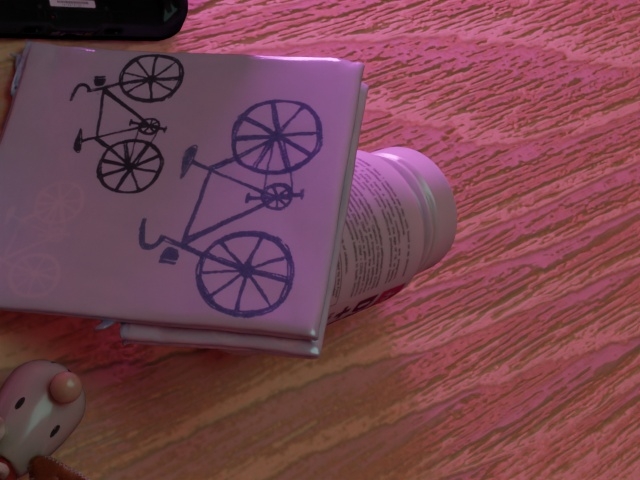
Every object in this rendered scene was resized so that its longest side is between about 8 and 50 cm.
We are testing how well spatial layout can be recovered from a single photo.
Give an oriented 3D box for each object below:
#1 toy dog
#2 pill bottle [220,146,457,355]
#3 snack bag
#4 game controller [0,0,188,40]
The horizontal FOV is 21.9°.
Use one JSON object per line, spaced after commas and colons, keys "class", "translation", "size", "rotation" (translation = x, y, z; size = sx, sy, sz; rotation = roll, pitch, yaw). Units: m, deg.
{"class": "toy dog", "translation": [-0.256, 0.212, 1.261], "size": [0.220, 0.161, 0.334], "rotation": [22, 52, -32]}
{"class": "pill bottle", "translation": [0.000, 0.000, 1.622], "size": [0.283, 0.160, 0.160], "rotation": [-20, 80, -46]}
{"class": "snack bag", "translation": [-0.143, -0.045, 1.477], "size": [0.342, 0.037, 0.323], "rotation": [4, 54, 7]}
{"class": "game controller", "translation": [-0.266, -0.278, 1.634], "size": [0.319, 0.067, 0.166], "rotation": [-5, 84, -43]}
